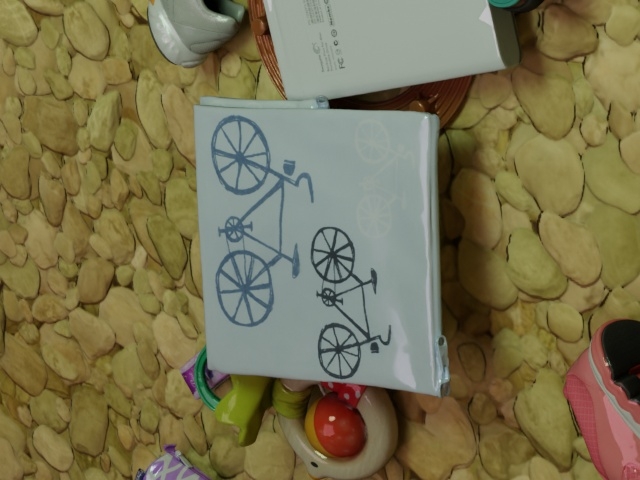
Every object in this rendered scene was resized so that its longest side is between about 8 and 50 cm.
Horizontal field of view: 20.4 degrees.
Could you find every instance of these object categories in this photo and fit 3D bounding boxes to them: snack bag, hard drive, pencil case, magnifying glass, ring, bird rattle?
[{"bbox_3d":[0.000,0.000,1.970,0.343,0.037,0.323,3,100,36],"label":"snack bag"},{"bbox_3d":[0.062,-0.262,1.890,0.308,0.040,0.203,-6,101,44],"label":"hard drive"},{"bbox_3d":[-0.142,0.347,2.325,0.206,0.086,0.088,29,100,30],"label":"pencil case"},{"bbox_3d":[-0.104,0.109,2.216,0.092,0.026,0.231,16,110,21],"label":"magnifying glass"},{"bbox_3d":[0.036,-0.257,1.966,0.337,0.032,0.336,17,117,37],"label":"ring"},{"bbox_3d":[0.018,0.186,2.119,0.253,0.143,0.207,-21,103,32],"label":"bird rattle"}]

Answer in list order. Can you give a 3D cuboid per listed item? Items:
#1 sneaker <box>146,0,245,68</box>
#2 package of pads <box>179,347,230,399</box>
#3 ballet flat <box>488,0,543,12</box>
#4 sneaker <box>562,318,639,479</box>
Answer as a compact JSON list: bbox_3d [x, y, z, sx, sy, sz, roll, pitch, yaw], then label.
[{"bbox_3d":[-0.168,-0.342,2.091,0.121,0.099,0.262,-24,96,38],"label":"sneaker"},{"bbox_3d":[-0.143,0.164,2.288,0.083,0.032,0.050,-41,74,43],"label":"package of pads"},{"bbox_3d":[0.188,-0.364,1.737,0.095,0.096,0.280,12,115,44],"label":"ballet flat"},{"bbox_3d":[0.355,0.235,1.819,0.314,0.116,0.136,62,145,16],"label":"sneaker"}]
